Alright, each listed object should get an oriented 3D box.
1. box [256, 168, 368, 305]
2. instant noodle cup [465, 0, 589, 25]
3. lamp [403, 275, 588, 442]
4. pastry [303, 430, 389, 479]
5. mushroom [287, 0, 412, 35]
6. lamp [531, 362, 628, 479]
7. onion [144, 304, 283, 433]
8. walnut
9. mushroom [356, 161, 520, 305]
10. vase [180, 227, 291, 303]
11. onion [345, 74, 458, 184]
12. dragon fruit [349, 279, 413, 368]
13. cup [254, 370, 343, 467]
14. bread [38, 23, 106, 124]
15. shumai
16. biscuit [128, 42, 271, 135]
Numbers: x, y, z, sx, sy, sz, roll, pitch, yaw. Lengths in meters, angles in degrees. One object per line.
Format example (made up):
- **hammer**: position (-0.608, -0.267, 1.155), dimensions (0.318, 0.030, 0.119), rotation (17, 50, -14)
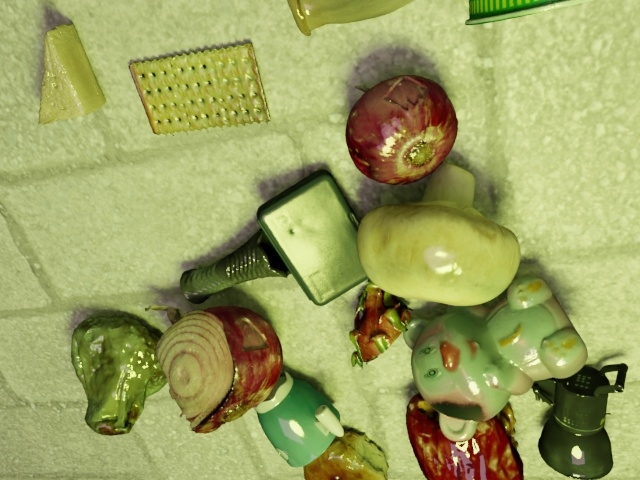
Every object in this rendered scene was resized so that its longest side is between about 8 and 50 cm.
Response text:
- **box**: position (0.000, 0.000, 0.975), dimensions (0.160, 0.050, 0.230), rotation (-31, 112, 1)
- **instant noodle cup**: position (0.264, -0.402, 0.628), dimensions (0.206, 0.207, 0.233), rotation (-8, 111, 16)
- **lamp**: position (0.325, 0.216, 0.999), dimensions (0.301, 0.247, 0.247), rotation (-30, 151, 15)
- **pastry**: position (0.060, 0.562, 1.315), dimensions (0.218, 0.100, 0.229), rotation (-4, 122, 14)
- **mushroom**: position (0.067, -0.366, 0.737), dimensions (0.246, 0.096, 0.108), rotation (-18, 142, 25)
- **lamp**: position (0.519, 0.346, 1.074), dimensions (0.172, 0.147, 0.228), rotation (8, 117, 35)
- **onion**: position (-0.194, 0.257, 1.110), dimensions (0.256, 0.273, 0.230), rotation (-17, 162, 29)
- **walnut**: position (0.322, 0.430, 1.125), dimensions (0.243, 0.222, 0.269), rotation (-28, 110, -8)
- **mushroom**: position (0.194, -0.015, 0.865), dimensions (0.260, 0.254, 0.235), rotation (10, 86, 1)
- **vase**: position (-0.172, 0.058, 1.051), dimensions (0.237, 0.115, 0.115), rotation (-24, 114, 28)
- **onion**: position (0.124, -0.169, 0.817), dimensions (0.177, 0.153, 0.177), rotation (0, 119, -1)
- **dragon fruit**: position (0.116, 0.161, 1.052), dimensions (0.142, 0.138, 0.175), rotation (-15, 89, -22)
- **cup**: position (-0.066, 0.393, 1.204), dimensions (0.173, 0.167, 0.299), rotation (51, 144, -13)
- **bread**: position (-0.456, -0.285, 0.909), dimensions (0.105, 0.077, 0.152), rotation (-6, 119, 14)
- **shumai**: position (-0.477, 0.306, 1.203), dimensions (0.225, 0.222, 0.261), rotation (-28, 108, 29)
- **biscuit**: position (-0.208, -0.255, 0.909), dimensions (0.231, 0.016, 0.139), rotation (-4, 120, 15)
